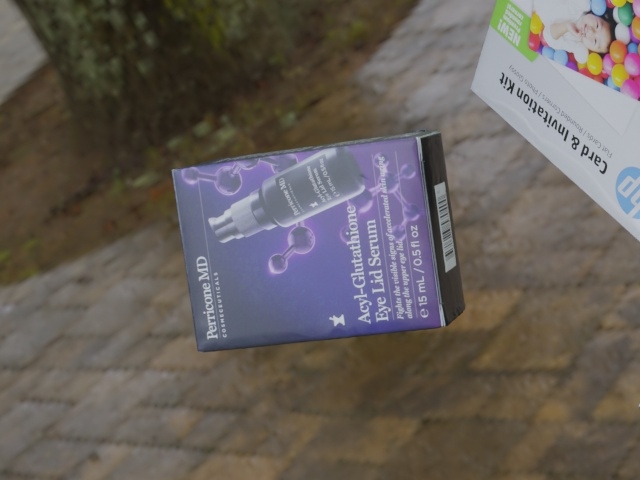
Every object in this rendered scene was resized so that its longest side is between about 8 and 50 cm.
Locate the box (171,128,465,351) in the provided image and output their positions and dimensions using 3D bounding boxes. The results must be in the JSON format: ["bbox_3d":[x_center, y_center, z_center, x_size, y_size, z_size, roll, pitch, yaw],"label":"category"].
[{"bbox_3d":[0.000,0.000,1.347,0.207,0.153,0.108,-8,4,14],"label":"box"}]

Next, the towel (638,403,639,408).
[{"bbox_3d":[0.478,0.236,1.735,0.040,0.336,0.243,-25,12,49],"label":"towel"}]

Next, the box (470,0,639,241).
[{"bbox_3d":[0.147,-0.112,0.780,0.038,0.186,0.145,-15,46,-32],"label":"box"}]
